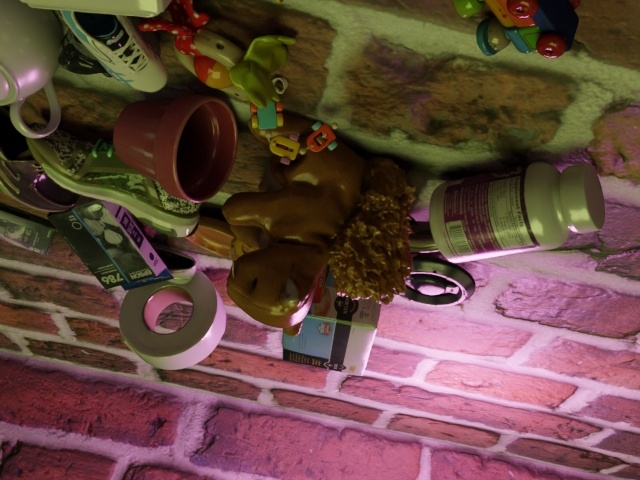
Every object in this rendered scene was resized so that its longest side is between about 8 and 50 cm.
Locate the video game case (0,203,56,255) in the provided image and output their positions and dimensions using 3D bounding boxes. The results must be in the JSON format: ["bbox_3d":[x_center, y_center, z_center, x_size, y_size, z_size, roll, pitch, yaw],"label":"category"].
[{"bbox_3d":[-0.872,-0.047,2.049,0.274,0.026,0.196,21,150,-19],"label":"video game case"}]

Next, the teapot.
[{"bbox_3d":[-0.577,-0.318,1.285,0.256,0.187,0.252,15,152,-9],"label":"teapot"}]

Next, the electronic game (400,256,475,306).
[{"bbox_3d":[0.276,0.105,1.888,0.229,0.048,0.229,10,151,6],"label":"electronic game"}]

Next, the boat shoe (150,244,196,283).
[{"bbox_3d":[-0.467,0.053,2.016,0.267,0.096,0.088,16,147,-10],"label":"boat shoe"}]

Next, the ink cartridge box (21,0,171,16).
[{"bbox_3d":[-0.297,-0.445,0.940,0.207,0.117,0.283,7,132,7],"label":"ink cartridge box"}]

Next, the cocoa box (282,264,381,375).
[{"bbox_3d":[0.030,0.167,1.896,0.227,0.231,0.347,10,152,3],"label":"cocoa box"}]

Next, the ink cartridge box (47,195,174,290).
[{"bbox_3d":[-0.525,0.022,1.895,0.165,0.065,0.333,-16,129,18],"label":"ink cartridge box"}]

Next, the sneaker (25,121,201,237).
[{"bbox_3d":[-0.413,-0.173,1.594,0.410,0.158,0.182,26,117,-21],"label":"sneaker"}]

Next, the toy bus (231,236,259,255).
[{"bbox_3d":[-0.112,-0.033,1.713,0.104,0.202,0.191,47,154,-1],"label":"toy bus"}]

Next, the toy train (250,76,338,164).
[{"bbox_3d":[-0.053,-0.211,1.369,0.166,0.125,0.046,47,176,-11],"label":"toy train"}]

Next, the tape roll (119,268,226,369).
[{"bbox_3d":[-0.412,0.213,2.083,0.286,0.286,0.100,5,152,12],"label":"tape roll"}]

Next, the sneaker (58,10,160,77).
[{"bbox_3d":[-0.403,-0.359,1.234,0.153,0.101,0.268,-10,146,32],"label":"sneaker"}]

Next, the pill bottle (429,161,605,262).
[{"bbox_3d":[0.376,-0.057,1.436,0.301,0.169,0.169,-10,145,35],"label":"pill bottle"}]

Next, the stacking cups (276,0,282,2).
[{"bbox_3d":[-0.200,-0.423,1.082,0.316,0.096,0.096,14,152,6],"label":"stacking cups"}]

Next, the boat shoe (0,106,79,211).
[{"bbox_3d":[-0.650,-0.177,1.624,0.130,0.132,0.355,-8,147,31],"label":"boat shoe"}]

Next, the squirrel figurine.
[{"bbox_3d":[0.000,0.000,1.459,0.396,0.371,0.281,12,151,-2],"label":"squirrel figurine"}]

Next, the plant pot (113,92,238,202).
[{"bbox_3d":[-0.286,-0.189,1.430,0.180,0.201,0.201,16,156,26],"label":"plant pot"}]

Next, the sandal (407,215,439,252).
[{"bbox_3d":[0.162,-0.029,1.651,0.302,0.120,0.086,-5,120,24],"label":"sandal"}]

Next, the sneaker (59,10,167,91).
[{"bbox_3d":[-0.316,-0.305,1.157,0.085,0.086,0.237,-42,141,0],"label":"sneaker"}]

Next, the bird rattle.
[{"bbox_3d":[-0.180,-0.301,1.247,0.253,0.143,0.207,19,167,-8],"label":"bird rattle"}]

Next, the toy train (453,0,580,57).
[{"bbox_3d":[0.245,-0.351,1.037,0.143,0.105,0.248,0,153,46],"label":"toy train"}]

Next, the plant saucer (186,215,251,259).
[{"bbox_3d":[-0.252,-0.009,1.852,0.200,0.037,0.200,18,161,6],"label":"plant saucer"}]
